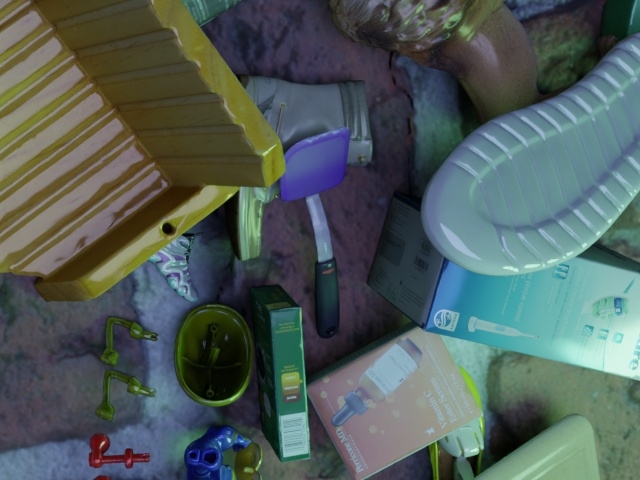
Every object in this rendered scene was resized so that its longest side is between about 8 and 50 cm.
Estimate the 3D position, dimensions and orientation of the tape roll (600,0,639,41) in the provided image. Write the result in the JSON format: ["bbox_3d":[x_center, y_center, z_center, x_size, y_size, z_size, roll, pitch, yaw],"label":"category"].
[{"bbox_3d":[0.501,-0.246,1.771,0.321,0.077,0.321,-3,103,-14],"label":"tape roll"}]

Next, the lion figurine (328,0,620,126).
[{"bbox_3d":[0.198,-0.201,1.657,0.240,0.142,0.392,-43,102,-18],"label":"lion figurine"}]

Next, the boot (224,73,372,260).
[{"bbox_3d":[-0.025,-0.081,1.666,0.165,0.077,0.213,0,102,-18],"label":"boot"}]

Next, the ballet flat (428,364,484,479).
[{"bbox_3d":[0.172,0.269,1.794,0.077,0.077,0.231,-4,103,-13],"label":"ballet flat"}]

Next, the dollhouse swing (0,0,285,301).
[{"bbox_3d":[-0.258,-0.112,1.474,0.315,0.305,0.347,-37,110,-5],"label":"dollhouse swing"}]

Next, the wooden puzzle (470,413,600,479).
[{"bbox_3d":[0.264,0.359,1.822,0.221,0.044,0.238,-29,119,-24],"label":"wooden puzzle"}]

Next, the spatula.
[{"bbox_3d":[0.000,0.000,1.661,0.084,0.030,0.296,-18,128,-18],"label":"spatula"}]

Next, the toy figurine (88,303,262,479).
[{"bbox_3d":[-0.155,0.281,1.685,0.191,0.217,0.362,-4,60,0],"label":"toy figurine"}]

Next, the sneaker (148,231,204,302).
[{"bbox_3d":[-0.155,0.019,1.670,0.069,0.038,0.098,-41,110,-3],"label":"sneaker"}]

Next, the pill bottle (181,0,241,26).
[{"bbox_3d":[-0.095,-0.338,1.542,0.278,0.162,0.162,-32,108,-6],"label":"pill bottle"}]

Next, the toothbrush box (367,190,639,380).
[{"bbox_3d":[0.233,0.052,1.690,0.295,0.216,0.126,15,98,-17],"label":"toothbrush box"}]

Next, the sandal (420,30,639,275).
[{"bbox_3d":[0.268,-0.084,1.597,0.416,0.102,0.169,-33,90,-27],"label":"sandal"}]

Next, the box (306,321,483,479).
[{"bbox_3d":[0.084,0.184,1.717,0.170,0.091,0.130,-29,91,0],"label":"box"}]

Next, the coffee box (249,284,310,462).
[{"bbox_3d":[-0.046,0.152,1.691,0.040,0.113,0.184,-7,102,-12],"label":"coffee box"}]
